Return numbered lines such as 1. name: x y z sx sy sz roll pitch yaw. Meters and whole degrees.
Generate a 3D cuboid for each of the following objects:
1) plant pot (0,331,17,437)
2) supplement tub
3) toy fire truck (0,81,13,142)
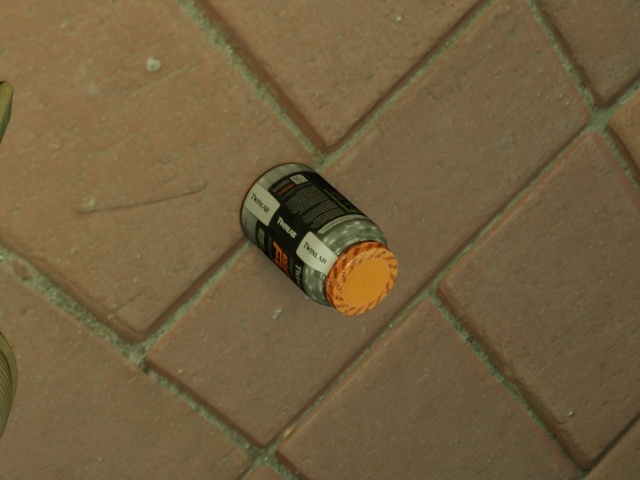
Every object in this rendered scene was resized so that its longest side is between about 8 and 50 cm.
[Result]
1. plant pot: -0.427 0.194 1.725 0.237 0.110 0.237 -21 131 -26
2. supplement tub: 0.000 0.000 1.868 0.117 0.190 0.117 -21 132 -26
3. toy fire truck: -0.388 -0.036 1.562 0.246 0.158 0.217 -22 160 -35
